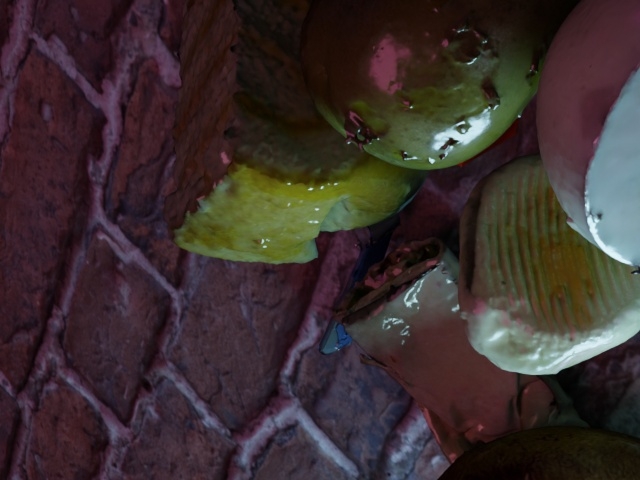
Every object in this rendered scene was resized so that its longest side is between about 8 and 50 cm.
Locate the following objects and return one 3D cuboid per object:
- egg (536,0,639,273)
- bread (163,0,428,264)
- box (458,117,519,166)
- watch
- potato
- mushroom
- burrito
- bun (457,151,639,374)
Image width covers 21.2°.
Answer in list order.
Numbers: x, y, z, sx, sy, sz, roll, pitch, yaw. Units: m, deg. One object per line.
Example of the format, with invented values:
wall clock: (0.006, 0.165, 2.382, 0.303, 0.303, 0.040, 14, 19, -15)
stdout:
egg: (0.316, -0.149, 1.561, 0.201, 0.337, 0.337, 46, 144, 41)
bread: (-0.017, -0.176, 1.920, 0.239, 0.264, 0.395, 124, 152, -57)
box: (0.178, -0.166, 1.846, 0.048, 0.100, 0.152, 37, 137, 30)
watch: (0.009, 0.008, 2.153, 0.276, 0.068, 0.274, 57, 147, -6)
potato: (0.136, -0.238, 1.650, 0.219, 0.359, 0.270, 34, -173, -30)
mushroom: (0.276, 0.339, 1.949, 0.239, 0.345, 0.345, -99, -4, -67)
burrito: (0.176, 0.149, 2.031, 0.190, 0.135, 0.332, -32, 109, 25)
bun: (0.241, 0.026, 1.817, 0.244, 0.244, 0.153, 47, 160, 15)
